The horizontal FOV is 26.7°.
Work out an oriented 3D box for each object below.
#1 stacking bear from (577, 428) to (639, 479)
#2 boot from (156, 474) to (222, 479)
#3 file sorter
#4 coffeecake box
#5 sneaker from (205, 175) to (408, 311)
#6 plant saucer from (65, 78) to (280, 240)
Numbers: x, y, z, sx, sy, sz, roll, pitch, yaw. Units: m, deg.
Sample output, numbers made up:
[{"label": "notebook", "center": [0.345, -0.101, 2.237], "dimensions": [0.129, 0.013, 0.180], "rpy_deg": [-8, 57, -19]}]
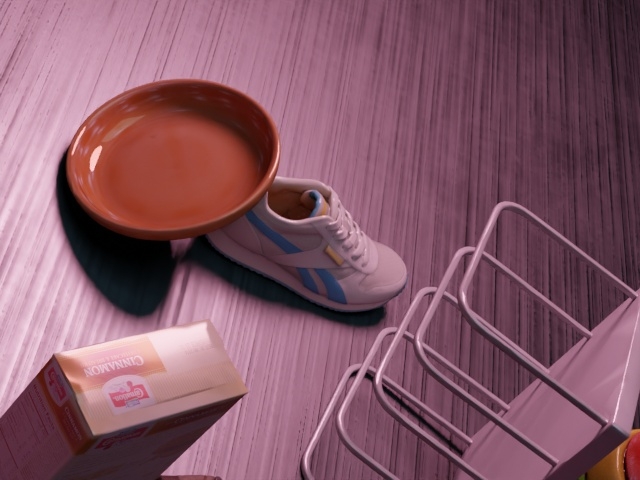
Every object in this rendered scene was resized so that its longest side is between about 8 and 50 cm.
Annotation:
[{"label": "stacking bear", "center": [0.302, 0.245, 1.224], "dimensions": [0.164, 0.289, 0.175], "rpy_deg": [48, 38, 4]}, {"label": "boot", "center": [-0.094, 0.238, 1.079], "dimensions": [0.087, 0.042, 0.118], "rpy_deg": [24, 43, -27]}, {"label": "file sorter", "center": [0.133, 0.134, 1.192], "dimensions": [0.173, 0.277, 0.193], "rpy_deg": [36, 39, -4]}, {"label": "coffeecake box", "center": [-0.164, 0.143, 0.985], "dimensions": [0.142, 0.185, 0.068], "rpy_deg": [-10, 63, -46]}, {"label": "sneaker", "center": [0.000, 0.000, 1.337], "dimensions": [0.229, 0.092, 0.087], "rpy_deg": [22, 42, -28]}, {"label": "plant saucer", "center": [-0.136, -0.071, 1.257], "dimensions": [0.200, 0.037, 0.200], "rpy_deg": [-2, 49, 3]}]
